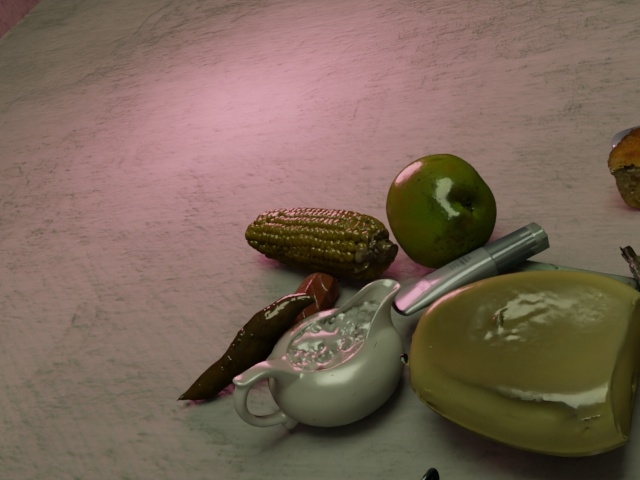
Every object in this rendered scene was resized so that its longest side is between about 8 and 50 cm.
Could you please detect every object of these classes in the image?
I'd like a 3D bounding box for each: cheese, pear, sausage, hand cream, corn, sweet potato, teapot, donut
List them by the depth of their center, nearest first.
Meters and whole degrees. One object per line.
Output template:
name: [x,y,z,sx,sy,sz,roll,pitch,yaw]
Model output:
cheese: [0.254,0.146,1.233,0.316,0.128,0.259,1,43,34]
teapot: [0.010,0.179,1.389,0.298,0.139,0.204,-36,40,-22]
hand cream: [0.225,0.047,1.453,0.255,0.048,0.079,-25,15,-4]
sweet potato: [-0.115,0.170,1.484,0.274,0.067,0.067,-43,33,11]
pear: [0.198,-0.047,1.543,0.188,0.187,0.219,-22,5,-2]
donut: [0.603,-0.140,1.546,0.259,0.101,0.152,-7,36,21]
sausage: [-0.018,0.110,1.562,0.065,0.065,0.169,0,39,27]
corn: [0.000,0.000,1.658,0.322,0.119,0.119,10,45,38]

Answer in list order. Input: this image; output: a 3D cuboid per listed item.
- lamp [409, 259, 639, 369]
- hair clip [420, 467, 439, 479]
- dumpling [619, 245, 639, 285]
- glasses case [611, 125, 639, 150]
lamp: [0.296,0.132,1.381,0.267,0.047,0.269,10,46,40]
hair clip: [0.062,0.368,1.200,0.230,0.039,0.070,-30,34,-4]
dumpling: [0.482,0.075,1.257,0.086,0.166,0.332,-36,32,11]
glasses case: [0.594,-0.176,1.649,0.179,0.045,0.067,-9,37,16]
